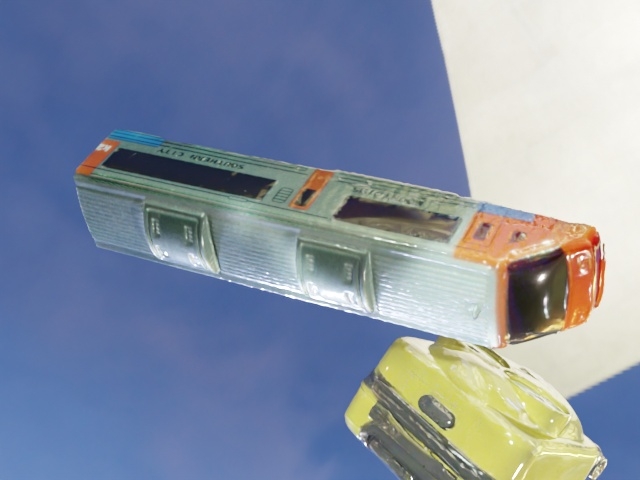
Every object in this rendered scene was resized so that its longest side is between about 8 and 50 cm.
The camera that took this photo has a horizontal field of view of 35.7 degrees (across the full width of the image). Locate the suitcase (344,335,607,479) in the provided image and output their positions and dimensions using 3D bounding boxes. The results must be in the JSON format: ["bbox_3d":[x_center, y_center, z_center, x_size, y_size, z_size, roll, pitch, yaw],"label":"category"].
[{"bbox_3d":[0.158,0.186,0.976,0.194,0.235,0.143,40,-78,36],"label":"suitcase"}]

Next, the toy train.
[{"bbox_3d":[0.000,0.000,0.746,0.409,0.089,0.086,14,-46,25],"label":"toy train"}]
